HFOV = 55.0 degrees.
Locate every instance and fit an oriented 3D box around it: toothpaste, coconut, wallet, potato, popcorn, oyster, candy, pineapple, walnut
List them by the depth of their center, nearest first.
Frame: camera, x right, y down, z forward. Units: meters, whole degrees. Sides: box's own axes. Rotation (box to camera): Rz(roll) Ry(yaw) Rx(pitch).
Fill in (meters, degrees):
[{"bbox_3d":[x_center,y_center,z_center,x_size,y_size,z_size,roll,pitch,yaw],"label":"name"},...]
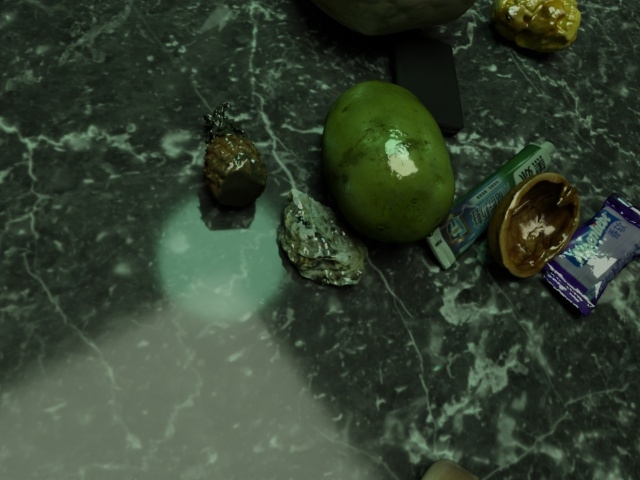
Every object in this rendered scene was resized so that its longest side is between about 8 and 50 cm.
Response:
[{"bbox_3d":[0.000,0.000,1.016,0.177,0.064,0.125,32,55,-1],"label":"oyster"},{"bbox_3d":[-0.157,-0.151,1.033,0.108,0.108,0.197,-9,54,-21],"label":"pineapple"},{"bbox_3d":[0.110,-0.137,1.036,0.216,0.216,0.304,3,63,-15],"label":"potato"},{"bbox_3d":[0.366,-0.033,1.107,0.211,0.087,0.167,-40,118,-18],"label":"walnut"},{"bbox_3d":[0.332,-0.090,1.160,0.392,0.061,0.098,-38,105,-28],"label":"toothpaste"},{"bbox_3d":[0.531,0.020,1.160,0.275,0.070,0.145,-34,69,-19],"label":"candy"},{"bbox_3d":[0.152,-0.598,1.202,0.416,0.344,0.415,1,47,-1],"label":"coconut"},{"bbox_3d":[0.216,-0.319,1.257,0.149,0.044,0.250,8,61,-17],"label":"wallet"},{"bbox_3d":[0.482,-0.510,1.386,0.194,0.140,0.163,11,69,0],"label":"popcorn"}]

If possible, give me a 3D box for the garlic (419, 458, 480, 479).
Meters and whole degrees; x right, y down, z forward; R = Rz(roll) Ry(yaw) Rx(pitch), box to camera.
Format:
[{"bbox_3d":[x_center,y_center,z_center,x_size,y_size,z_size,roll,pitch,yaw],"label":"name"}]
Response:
[{"bbox_3d":[0.198,0.439,0.824,0.217,0.110,0.228,39,59,1],"label":"garlic"}]
